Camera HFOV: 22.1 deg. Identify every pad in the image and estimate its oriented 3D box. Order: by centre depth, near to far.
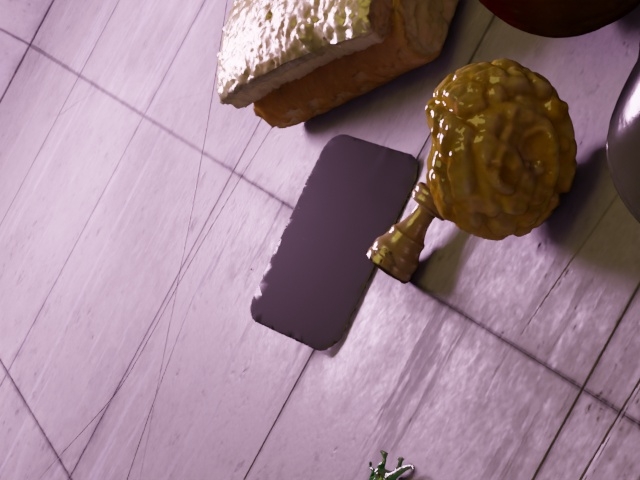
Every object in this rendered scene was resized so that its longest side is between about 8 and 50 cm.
[{"bbox_3d":[-0.020,-0.010,1.979,0.250,0.055,0.323,-65,25,-4],"label":"pad"}]

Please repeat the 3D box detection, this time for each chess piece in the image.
[{"bbox_3d":[0.118,-0.038,1.747,0.172,0.060,0.060,-55,26,11],"label":"chess piece"}]

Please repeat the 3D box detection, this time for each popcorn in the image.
[{"bbox_3d":[0.167,-0.090,1.580,0.180,0.180,0.170,-36,1,45],"label":"popcorn"}]

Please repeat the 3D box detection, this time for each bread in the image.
[{"bbox_3d":[0.023,-0.297,2.054,0.375,0.165,0.236,-16,56,57],"label":"bread"}]

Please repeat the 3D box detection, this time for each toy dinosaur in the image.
[{"bbox_3d":[0.063,0.241,1.614,0.083,0.021,0.062,13,85,69],"label":"toy dinosaur"}]

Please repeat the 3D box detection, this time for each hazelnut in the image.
[{"bbox_3d":[0.248,-0.316,1.613,0.217,0.217,0.251,-44,7,35],"label":"hazelnut"}]

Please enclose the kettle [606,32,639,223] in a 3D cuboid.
[{"bbox_3d":[0.356,-0.068,1.172,0.324,0.228,0.321,-40,64,49],"label":"kettle"}]
